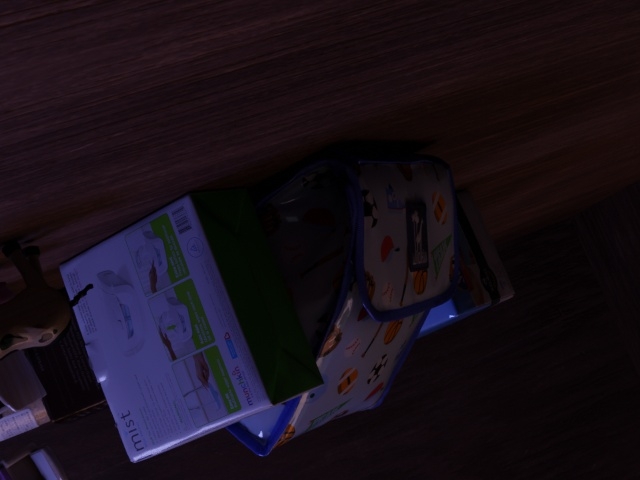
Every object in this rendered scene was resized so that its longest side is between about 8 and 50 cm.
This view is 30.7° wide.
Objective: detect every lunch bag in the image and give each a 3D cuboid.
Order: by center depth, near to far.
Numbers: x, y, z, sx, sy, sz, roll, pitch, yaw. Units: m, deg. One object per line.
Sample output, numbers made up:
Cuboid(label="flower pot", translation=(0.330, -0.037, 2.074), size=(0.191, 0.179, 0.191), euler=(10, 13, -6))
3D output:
Cuboid(label="lunch bag", translation=(0.021, 0.059, 1.552), size=(0.328, 0.239, 0.385), euler=(-7, 127, -62))

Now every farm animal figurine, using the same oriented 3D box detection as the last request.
Cuboid(label="farm animal figurine", translation=(-0.432, 0.153, 1.202), size=(0.330, 0.172, 0.326), euler=(-37, 160, 30))

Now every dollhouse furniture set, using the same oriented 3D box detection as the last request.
Cuboid(label="dollhouse furniture set", translation=(-0.501, 0.261, 1.425), size=(0.303, 0.286, 0.198), euler=(-31, -179, -34))

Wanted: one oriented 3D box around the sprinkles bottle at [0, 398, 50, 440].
Cuboid(label="sprinkles bottle", translation=(-0.596, 0.316, 2.210), size=(0.355, 0.121, 0.121), euler=(-21, 173, -9))

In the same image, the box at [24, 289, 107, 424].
Cuboid(label="box", translation=(-0.306, 0.148, 1.665), size=(0.203, 0.167, 0.168), euler=(-21, 173, -6))

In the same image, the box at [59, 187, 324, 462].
Cuboid(label="box", translation=(-0.160, 0.102, 1.402), size=(0.231, 0.262, 0.126), euler=(-27, 171, 30))

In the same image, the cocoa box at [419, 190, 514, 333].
Cuboid(label="cocoa box", translation=(0.147, 0.081, 2.257), size=(0.347, 0.231, 0.228), euler=(-27, 170, 36))

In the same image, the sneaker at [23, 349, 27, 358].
Cuboid(label="sneaker", translation=(-0.309, 0.171, 1.979), size=(0.182, 0.158, 0.410), euler=(-36, 170, 23))
